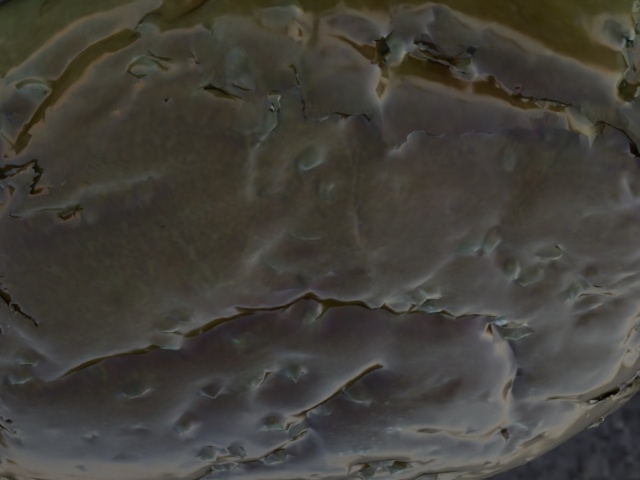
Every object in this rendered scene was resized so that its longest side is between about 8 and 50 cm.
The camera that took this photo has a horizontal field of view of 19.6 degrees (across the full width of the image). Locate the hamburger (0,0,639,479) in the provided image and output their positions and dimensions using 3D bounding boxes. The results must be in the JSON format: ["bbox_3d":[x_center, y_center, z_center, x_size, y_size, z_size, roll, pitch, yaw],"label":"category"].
[{"bbox_3d":[0.001,-0.002,0.593,0.285,0.134,0.265,3,135,-12],"label":"hamburger"}]
